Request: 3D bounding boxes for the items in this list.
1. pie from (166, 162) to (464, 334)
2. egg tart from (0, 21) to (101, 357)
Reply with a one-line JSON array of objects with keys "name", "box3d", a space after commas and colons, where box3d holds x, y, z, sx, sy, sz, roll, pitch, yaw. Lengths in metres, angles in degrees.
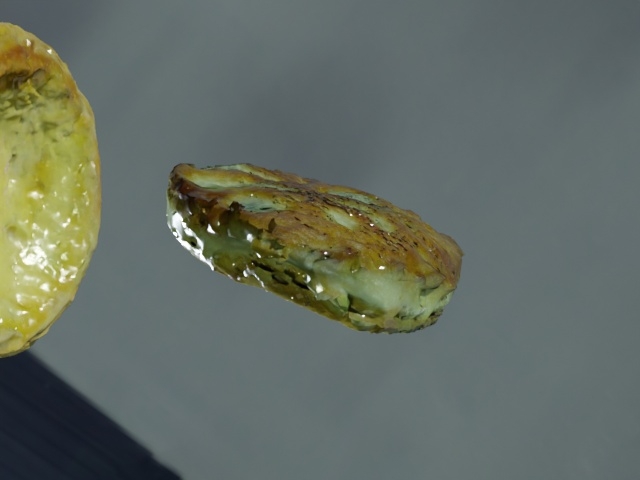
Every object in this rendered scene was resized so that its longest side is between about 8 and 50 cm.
[{"name": "pie", "box3d": [0.000, 0.000, 1.288, 0.354, 0.288, 0.103, -5, -64, -60]}, {"name": "egg tart", "box3d": [-0.301, -0.045, 1.104, 0.123, 0.294, 0.294, 4, 46, 23]}]
